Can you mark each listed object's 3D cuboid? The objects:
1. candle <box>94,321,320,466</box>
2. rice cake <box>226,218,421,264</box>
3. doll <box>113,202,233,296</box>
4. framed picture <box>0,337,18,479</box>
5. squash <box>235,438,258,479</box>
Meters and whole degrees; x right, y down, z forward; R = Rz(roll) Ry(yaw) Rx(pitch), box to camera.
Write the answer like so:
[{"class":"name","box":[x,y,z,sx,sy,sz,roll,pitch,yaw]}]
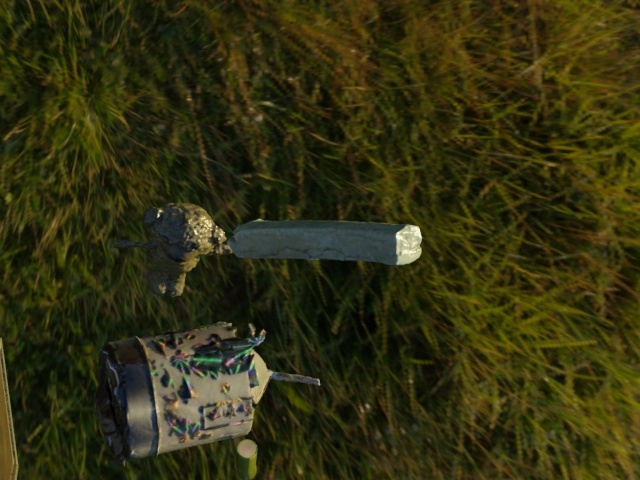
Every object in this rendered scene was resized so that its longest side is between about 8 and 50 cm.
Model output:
[{"class":"candle","box":[-0.173,0.220,1.606,0.330,0.187,0.187,-9,99,-18]},{"class":"rice cake","box":[0.000,0.000,1.095,0.045,0.245,0.042,-22,106,-44]},{"class":"doll","box":[-0.239,0.022,1.673,0.202,0.286,0.091,27,61,-32]},{"class":"framed picture","box":[-0.307,0.193,0.999,0.015,0.203,0.150,-6,106,-11]},{"class":"squash","box":[-0.094,0.284,1.352,0.027,0.083,0.027,2,53,-3]}]
